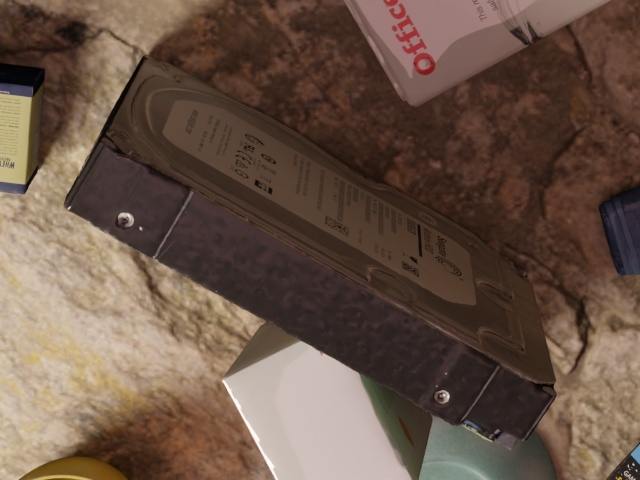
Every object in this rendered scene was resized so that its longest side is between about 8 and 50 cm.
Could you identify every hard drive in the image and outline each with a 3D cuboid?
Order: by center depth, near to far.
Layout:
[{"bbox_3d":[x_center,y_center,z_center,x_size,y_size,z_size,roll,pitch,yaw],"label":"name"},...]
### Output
[{"bbox_3d":[0.000,0.000,1.199,0.339,0.237,0.064,30,108,-8],"label":"hard drive"}]

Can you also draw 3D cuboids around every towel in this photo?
[{"bbox_3d":[0.273,-0.018,1.295,0.119,0.029,0.067,-16,109,8],"label":"towel"}]

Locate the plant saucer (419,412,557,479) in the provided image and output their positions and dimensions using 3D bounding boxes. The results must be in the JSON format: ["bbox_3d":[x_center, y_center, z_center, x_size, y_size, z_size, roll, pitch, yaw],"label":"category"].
[{"bbox_3d":[0.095,0.213,1.378,0.195,0.037,0.195,0,109,1],"label":"plant saucer"}]

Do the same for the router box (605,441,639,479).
[{"bbox_3d":[0.330,0.198,1.329,0.179,0.046,0.133,43,106,12],"label":"router box"}]

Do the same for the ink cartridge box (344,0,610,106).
[{"bbox_3d":[0.122,-0.227,1.186,0.237,0.100,0.172,-28,106,10],"label":"ink cartridge box"}]

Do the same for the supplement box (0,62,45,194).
[{"bbox_3d":[-0.250,-0.085,1.270,0.083,0.056,0.083,7,109,-1],"label":"supplement box"}]

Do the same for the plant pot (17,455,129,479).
[{"bbox_3d":[-0.191,0.223,1.357,0.134,0.095,0.134,0,109,1],"label":"plant pot"}]

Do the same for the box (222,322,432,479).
[{"bbox_3d":[0.009,0.117,1.264,0.091,0.170,0.130,-26,95,11],"label":"box"}]
